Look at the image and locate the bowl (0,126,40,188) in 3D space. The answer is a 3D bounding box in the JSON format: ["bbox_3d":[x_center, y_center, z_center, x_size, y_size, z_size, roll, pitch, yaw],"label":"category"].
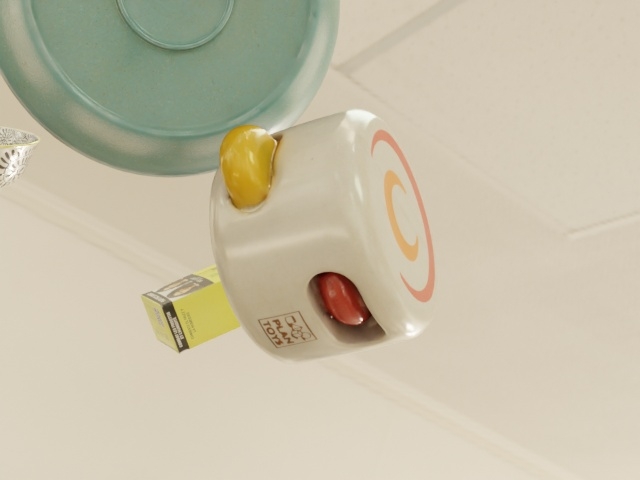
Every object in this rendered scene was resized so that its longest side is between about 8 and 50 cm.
[{"bbox_3d":[-0.443,-0.097,1.223,0.170,0.080,0.170,5,14,-1],"label":"bowl"}]

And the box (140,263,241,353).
[{"bbox_3d":[-0.069,0.045,1.045,0.087,0.232,0.058,12,-58,66],"label":"box"}]

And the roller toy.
[{"bbox_3d":[0.000,0.000,0.792,0.146,0.191,0.209,-15,-5,20],"label":"roller toy"}]

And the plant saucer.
[{"bbox_3d":[-0.126,-0.212,0.828,0.317,0.317,0.044,28,-4,-19],"label":"plant saucer"}]
